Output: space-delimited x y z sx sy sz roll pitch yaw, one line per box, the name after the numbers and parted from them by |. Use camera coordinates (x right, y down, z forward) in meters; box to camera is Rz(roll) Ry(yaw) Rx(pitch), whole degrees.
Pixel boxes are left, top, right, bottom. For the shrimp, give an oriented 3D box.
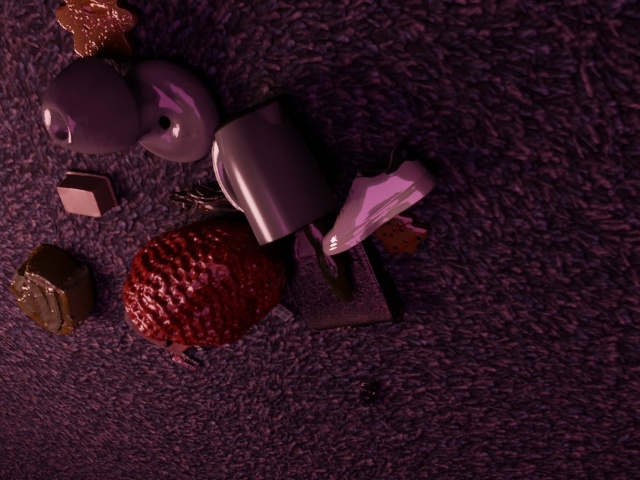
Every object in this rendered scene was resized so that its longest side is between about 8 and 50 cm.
-0.178 -0.105 1.485 0.295 0.058 0.169 11 125 13 | shrimp

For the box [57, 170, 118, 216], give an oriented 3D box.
-0.530 -0.103 1.651 0.122 0.062 0.089 8 131 19 | box

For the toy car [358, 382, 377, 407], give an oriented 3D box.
0.116 0.371 1.760 0.041 0.025 0.093 16 136 11 | toy car

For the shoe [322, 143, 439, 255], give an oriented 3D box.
0.087 -0.075 1.340 0.265 0.095 0.110 -33 96 27 | shoe

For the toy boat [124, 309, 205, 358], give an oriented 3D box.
-0.387 0.208 1.850 0.227 0.085 0.155 34 144 -19 | toy boat

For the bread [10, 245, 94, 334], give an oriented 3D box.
-0.688 0.145 1.900 0.185 0.124 0.257 12 133 17 | bread

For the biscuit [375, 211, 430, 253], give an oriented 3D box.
0.144 -0.023 1.414 0.130 0.019 0.119 45 133 -14 | biscuit

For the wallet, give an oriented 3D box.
0.031 0.080 1.529 0.220 0.071 0.262 -10 116 34 | wallet

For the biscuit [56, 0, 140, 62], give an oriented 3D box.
-0.411 -0.432 1.327 0.165 0.036 0.226 4 129 16 | biscuit

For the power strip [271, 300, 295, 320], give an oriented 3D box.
-0.101 0.152 1.687 0.090 0.016 0.040 37 135 -7 | power strip

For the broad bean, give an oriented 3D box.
0.001 0.000 1.438 0.060 0.043 0.298 -19 107 27 | broad bean

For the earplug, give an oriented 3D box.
-0.351 -0.237 1.372 0.325 0.175 0.214 5 136 -17 | earplug

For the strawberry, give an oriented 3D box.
-0.218 0.076 1.518 0.312 0.267 0.351 14 144 -41 | strawberry

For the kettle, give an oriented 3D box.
-0.107 -0.121 1.334 0.221 0.161 0.236 -21 97 46 | kettle

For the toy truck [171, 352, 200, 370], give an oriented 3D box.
-0.365 0.320 1.958 0.083 0.024 0.032 26 112 1 | toy truck
